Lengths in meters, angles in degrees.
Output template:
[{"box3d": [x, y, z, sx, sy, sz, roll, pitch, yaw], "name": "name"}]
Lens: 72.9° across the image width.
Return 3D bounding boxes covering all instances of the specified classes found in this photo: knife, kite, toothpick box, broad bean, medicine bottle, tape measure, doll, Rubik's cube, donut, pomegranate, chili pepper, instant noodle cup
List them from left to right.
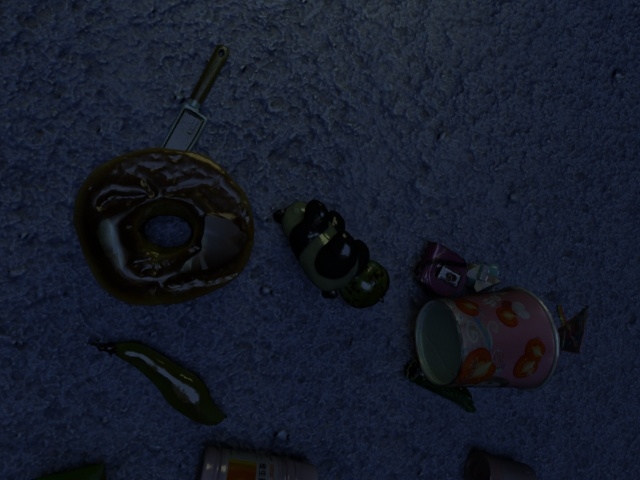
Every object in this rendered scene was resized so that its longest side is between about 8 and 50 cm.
[{"box3d": [-0.330, 0.289, 0.914, 0.325, 0.067, 0.075, 39, 51, -10], "name": "broad bean"}, {"box3d": [-0.305, -0.020, 0.869, 0.329, 0.160, 0.330, 1, 86, -17], "name": "donut"}, {"box3d": [-0.274, -0.269, 0.937, 0.061, 0.027, 0.343, 29, 84, -17], "name": "knife"}, {"box3d": [-0.140, 0.528, 0.927, 0.249, 0.133, 0.133, 17, 86, -14], "name": "medicine bottle"}, {"box3d": [0.000, 0.001, 0.925, 0.135, 0.143, 0.234, -40, 65, 10], "name": "doll"}, {"box3d": [0.090, 0.083, 0.997, 0.122, 0.122, 0.161, -27, 70, -13], "name": "pomegranate"}, {"box3d": [0.293, 0.076, 1.061, 0.125, 0.074, 0.118, 25, 85, -11], "name": "tape measure"}, {"box3d": [0.312, 0.369, 1.083, 0.227, 0.059, 0.088, 40, 82, -15], "name": "chili pepper"}, {"box3d": [0.359, 0.223, 0.985, 0.231, 0.243, 0.243, 2, 90, -19], "name": "instant noodle cup"}, {"box3d": [0.410, 0.095, 1.093, 0.084, 0.073, 0.075, 1, 91, -17], "name": "Rubik's cube"}, {"box3d": [0.457, 0.602, 1.097, 0.148, 0.098, 0.098, 20, 86, -14], "name": "toothpick box"}, {"box3d": [0.687, 0.249, 1.198, 0.190, 0.010, 0.159, -33, 98, -13], "name": "kite"}]

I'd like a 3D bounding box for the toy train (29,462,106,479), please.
[{"box3d": [-0.469, 0.594, 0.781, 0.173, 0.249, 0.307, -6, 93, -17], "name": "toy train"}]
